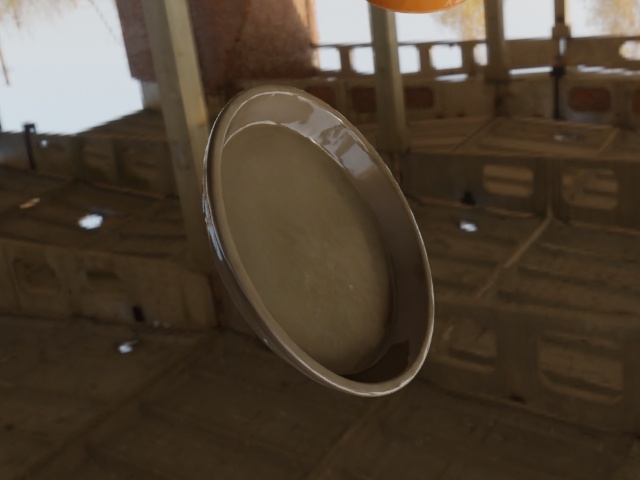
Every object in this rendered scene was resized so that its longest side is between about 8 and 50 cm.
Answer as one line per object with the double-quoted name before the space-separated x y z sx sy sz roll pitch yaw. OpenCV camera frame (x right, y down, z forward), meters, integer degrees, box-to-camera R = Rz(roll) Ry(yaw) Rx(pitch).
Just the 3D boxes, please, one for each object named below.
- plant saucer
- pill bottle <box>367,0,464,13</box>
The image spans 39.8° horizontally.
"plant saucer" 0.000 0.000 0.743 0.041 0.278 0.278 -28 -171 33
"pill bottle" 0.065 -0.269 0.548 0.130 0.245 0.130 0 -136 0
